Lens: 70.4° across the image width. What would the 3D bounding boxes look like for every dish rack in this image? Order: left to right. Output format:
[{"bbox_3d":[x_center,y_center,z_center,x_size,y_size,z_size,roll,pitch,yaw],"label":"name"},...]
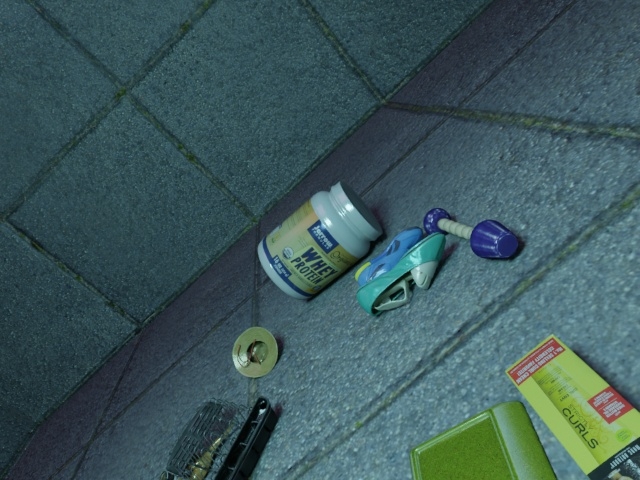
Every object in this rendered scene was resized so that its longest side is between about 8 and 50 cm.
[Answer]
[{"bbox_3d":[-0.238,0.448,1.024,0.271,0.074,0.208,-5,39,37],"label":"dish rack"}]

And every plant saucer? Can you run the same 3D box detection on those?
[{"bbox_3d":[0.187,0.300,0.564,0.188,0.045,0.188,-38,19,19],"label":"plant saucer"}]

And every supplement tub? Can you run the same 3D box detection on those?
[{"bbox_3d":[0.000,0.000,1.325,0.316,0.228,0.228,-40,19,16],"label":"supplement tub"}]

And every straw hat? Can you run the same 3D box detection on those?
[{"bbox_3d":[-0.169,0.311,1.269,0.144,0.144,0.061,-41,-24,10],"label":"straw hat"}]

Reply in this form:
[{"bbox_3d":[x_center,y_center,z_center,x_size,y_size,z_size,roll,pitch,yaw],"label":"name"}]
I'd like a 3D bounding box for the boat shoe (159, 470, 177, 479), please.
[{"bbox_3d":[-0.382,0.617,1.103,0.046,0.038,0.125,-40,18,13],"label":"boat shoe"}]

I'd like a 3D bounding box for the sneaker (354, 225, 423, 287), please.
[{"bbox_3d":[0.182,0.054,1.101,0.209,0.069,0.082,-41,43,-5],"label":"sneaker"}]

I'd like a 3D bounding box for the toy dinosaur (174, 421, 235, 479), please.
[{"bbox_3d":[-0.281,0.528,1.079,0.112,0.064,0.211,-3,42,38],"label":"toy dinosaur"}]

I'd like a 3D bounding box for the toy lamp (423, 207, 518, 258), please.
[{"bbox_3d":[0.305,-0.017,0.950,0.080,0.080,0.274,-46,18,-3],"label":"toy lamp"}]

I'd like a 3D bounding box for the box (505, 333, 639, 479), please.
[{"bbox_3d":[0.304,0.204,0.500,0.087,0.058,0.232,-42,18,10],"label":"box"}]

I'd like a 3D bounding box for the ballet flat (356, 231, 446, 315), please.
[{"bbox_3d":[0.189,0.087,0.993,0.247,0.083,0.087,-40,53,20],"label":"ballet flat"}]
